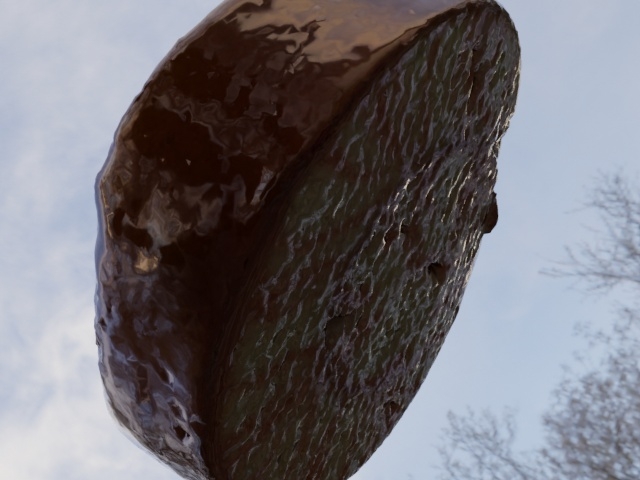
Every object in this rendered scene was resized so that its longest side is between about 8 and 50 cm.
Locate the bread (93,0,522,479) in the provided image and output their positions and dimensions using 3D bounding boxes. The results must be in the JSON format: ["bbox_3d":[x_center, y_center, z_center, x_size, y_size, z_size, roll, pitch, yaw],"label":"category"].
[{"bbox_3d":[-0.002,0.003,0.565,0.295,0.114,0.328,-30,-41,-49],"label":"bread"}]
